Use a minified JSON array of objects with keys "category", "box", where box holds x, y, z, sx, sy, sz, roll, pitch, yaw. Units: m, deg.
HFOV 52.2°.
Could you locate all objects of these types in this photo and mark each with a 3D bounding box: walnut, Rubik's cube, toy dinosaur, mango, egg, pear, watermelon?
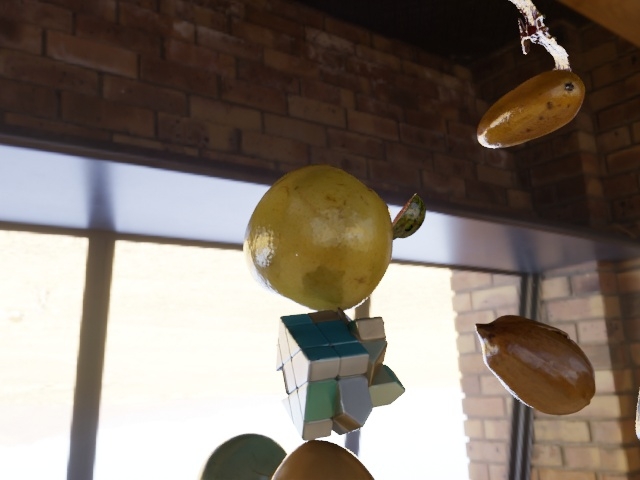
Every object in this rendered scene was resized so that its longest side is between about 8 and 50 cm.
[{"category":"walnut","box":[0.523,0.296,1.613,0.336,0.209,0.209,34,163,-4]},{"category":"Rubik's cube","box":[0.042,0.249,1.263,0.213,0.224,0.265,-3,-156,-22]},{"category":"toy dinosaur","box":[0.462,-0.465,1.490,0.113,0.206,0.327,-37,125,5]},{"category":"mango","box":[0.404,-0.248,1.265,0.147,0.109,0.227,-30,180,-45]},{"category":"egg","box":[-0.137,0.439,1.184,0.168,0.168,0.231,-7,177,17]},{"category":"pear","box":[0.000,0.000,1.464,0.348,0.348,0.348,-3,168,-1]},{"category":"watermelon","box":[0.247,-0.058,1.786,0.069,0.163,0.087,38,166,-2]},{"category":"egg","box":[0.007,0.421,0.987,0.201,0.244,0.201,-5,137,-5]}]

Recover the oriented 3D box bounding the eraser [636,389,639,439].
[{"category":"eraser","box":[0.822,0.378,1.513,0.081,0.174,0.227,20,154,8]}]
